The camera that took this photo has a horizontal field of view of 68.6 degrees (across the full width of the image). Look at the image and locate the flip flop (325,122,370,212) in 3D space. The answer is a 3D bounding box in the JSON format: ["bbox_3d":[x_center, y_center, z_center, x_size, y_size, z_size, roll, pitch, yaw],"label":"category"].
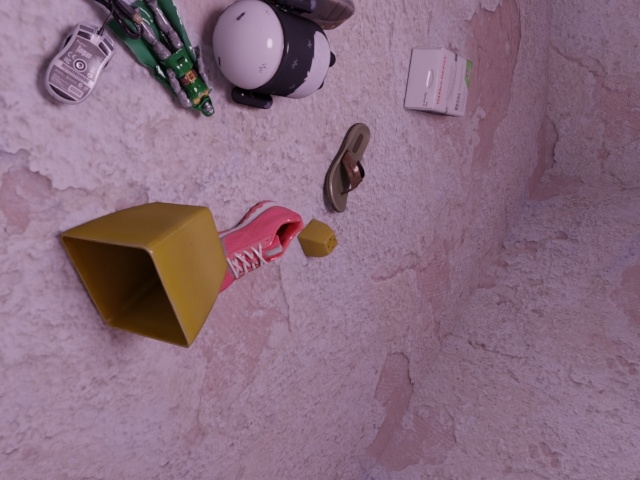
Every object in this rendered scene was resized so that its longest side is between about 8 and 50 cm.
[{"bbox_3d":[0.095,-0.214,1.372,0.112,0.080,0.277,36,74,-52],"label":"flip flop"}]

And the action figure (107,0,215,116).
[{"bbox_3d":[-0.263,-0.328,0.870,0.137,0.063,0.232,-49,137,-20],"label":"action figure"}]

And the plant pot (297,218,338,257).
[{"bbox_3d":[0.000,0.000,1.326,0.081,0.083,0.081,-49,138,-30],"label":"plant pot"}]

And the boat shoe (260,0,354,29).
[{"bbox_3d":[-0.072,-0.571,1.002,0.355,0.132,0.130,3,76,-49],"label":"boat shoe"}]

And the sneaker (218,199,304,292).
[{"bbox_3d":[-0.160,0.016,1.076,0.314,0.136,0.116,-47,135,-31],"label":"sneaker"}]

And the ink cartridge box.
[{"bbox_3d":[0.416,-0.546,1.640,0.273,0.114,0.198,-10,110,-51],"label":"ink cartridge box"}]

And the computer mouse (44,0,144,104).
[{"bbox_3d":[-0.369,-0.305,0.743,0.106,0.042,0.193,35,83,-37],"label":"computer mouse"}]

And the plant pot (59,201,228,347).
[{"bbox_3d":[-0.293,0.039,0.865,0.187,0.212,0.212,-51,140,-47],"label":"plant pot"}]

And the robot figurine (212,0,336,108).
[{"bbox_3d":[-0.093,-0.393,0.981,0.278,0.173,0.209,-11,101,-51],"label":"robot figurine"}]
